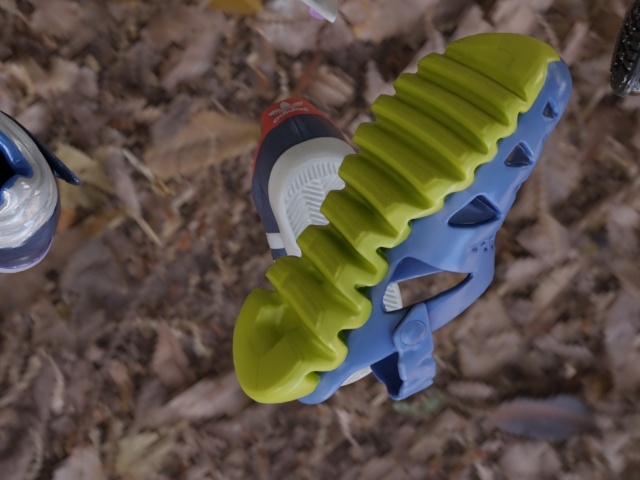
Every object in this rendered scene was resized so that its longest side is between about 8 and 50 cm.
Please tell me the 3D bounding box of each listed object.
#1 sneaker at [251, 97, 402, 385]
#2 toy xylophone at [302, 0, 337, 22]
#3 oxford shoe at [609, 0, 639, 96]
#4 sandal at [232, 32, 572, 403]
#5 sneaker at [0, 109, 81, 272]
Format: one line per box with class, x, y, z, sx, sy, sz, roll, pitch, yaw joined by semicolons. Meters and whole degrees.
sneaker;0.000;0.000;1.861;0.131;0.148;0.350;-15;134;-11
toy xylophone;0.042;-0.380;1.671;0.081;0.236;0.322;20;132;-16
oxford shoe;0.359;-0.230;1.733;0.096;0.083;0.227;31;90;-13
sandal;0.073;-0.005;1.257;0.138;0.126;0.317;26;110;-35
sneaker;-0.372;-0.113;1.686;0.130;0.323;0.236;-45;173;-17
